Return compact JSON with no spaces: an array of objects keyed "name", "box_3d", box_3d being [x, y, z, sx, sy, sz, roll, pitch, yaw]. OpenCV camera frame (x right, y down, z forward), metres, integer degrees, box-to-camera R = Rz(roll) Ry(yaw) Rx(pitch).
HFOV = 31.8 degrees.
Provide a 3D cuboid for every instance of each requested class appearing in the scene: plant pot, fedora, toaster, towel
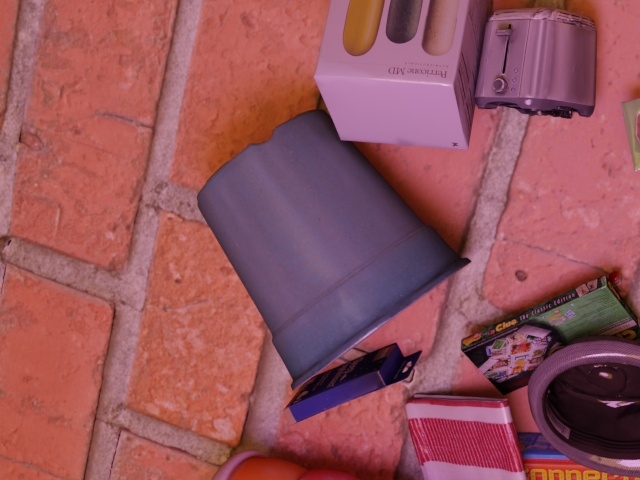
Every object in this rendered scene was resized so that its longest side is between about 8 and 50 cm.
[{"name":"plant pot","box_3d":[0.000,0.000,1.752,0.341,0.341,0.334,-39,83,23]},{"name":"fedora","box_3d":[0.461,0.236,1.734,0.275,0.124,0.244,7,121,14]},{"name":"toaster","box_3d":[0.324,-0.256,1.635,0.129,0.227,0.147,9,97,43]},{"name":"towel","box_3d":[0.256,0.417,1.850,0.237,0.037,0.329,-8,97,53]}]

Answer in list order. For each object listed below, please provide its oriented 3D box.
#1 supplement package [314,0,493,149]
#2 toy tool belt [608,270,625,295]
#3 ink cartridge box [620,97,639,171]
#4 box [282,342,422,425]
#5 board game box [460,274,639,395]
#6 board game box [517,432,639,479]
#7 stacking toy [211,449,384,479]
[{"name":"supplement package","box_3d":[0.127,-0.295,1.618,0.199,0.198,0.263,6,70,15]},{"name":"toy tool belt","box_3d":[0.452,0.086,1.774,0.051,0.052,0.083,34,119,-28]},{"name":"ink cartridge box","box_3d":[0.555,-0.171,1.637,0.209,0.062,0.109,-11,89,18]},{"name":"box","box_3d":[0.056,0.233,1.885,0.225,0.136,0.037,-24,97,21]},{"name":"board game box","box_3d":[0.368,0.155,1.786,0.259,0.030,0.136,-27,122,25]},{"name":"board game box","box_3d":[0.443,0.475,1.861,0.308,0.086,0.302,-3,105,18]},{"name":"stacking toy","box_3d":[0.069,0.497,1.828,0.479,0.350,0.351,-11,102,23]}]
